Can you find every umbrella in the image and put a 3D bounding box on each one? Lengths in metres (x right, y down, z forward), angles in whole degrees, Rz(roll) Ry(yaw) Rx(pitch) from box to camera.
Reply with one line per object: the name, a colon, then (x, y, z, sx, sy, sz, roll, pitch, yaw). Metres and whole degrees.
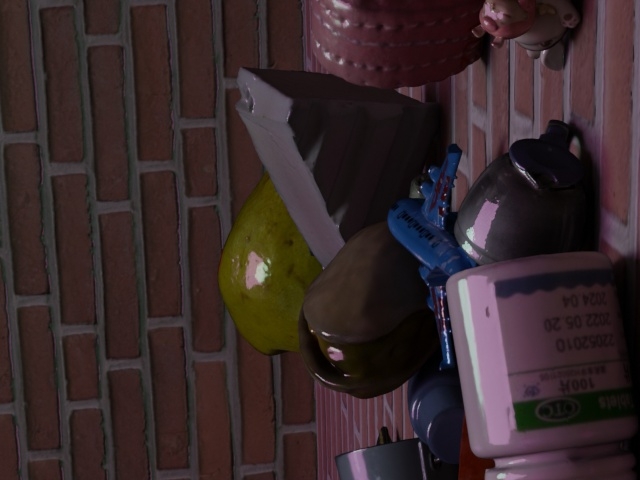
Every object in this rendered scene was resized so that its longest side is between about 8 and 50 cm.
umbrella: (0.133, -0.025, 2.032, 0.067, 0.062, 0.143, 42, 144, 35)

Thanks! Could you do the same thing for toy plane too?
toy plane: (0.137, 0.003, 1.754, 0.271, 0.105, 0.254, -106, 15, -69)

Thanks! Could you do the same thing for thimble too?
thimble: (0.082, -0.256, 1.733, 0.163, 0.189, 0.125, -105, 14, -47)

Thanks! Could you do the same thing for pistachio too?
pistachio: (0.067, 0.070, 1.913, 0.288, 0.197, 0.166, -44, -44, -58)

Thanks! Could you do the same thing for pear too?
pear: (0.000, 0.000, 2.357, 0.287, 0.287, 0.375, -167, 93, -84)

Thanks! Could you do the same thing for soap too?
soap: (-0.014, -0.069, 2.042, 0.159, 0.258, 0.302, 36, 117, 43)

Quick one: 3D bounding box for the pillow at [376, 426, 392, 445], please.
pillow: (0.110, 0.429, 2.482, 0.208, 0.052, 0.212, -100, 9, -71)

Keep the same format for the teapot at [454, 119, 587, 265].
teapot: (0.192, -0.037, 1.369, 0.111, 0.149, 0.108, 39, 128, 28)

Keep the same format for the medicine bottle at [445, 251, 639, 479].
medicine bottle: (0.182, 0.133, 1.250, 0.139, 0.139, 0.237, 118, 143, -79)

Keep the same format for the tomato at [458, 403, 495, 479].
tomato: (0.182, 0.234, 1.401, 0.237, 0.095, 0.237, -2, -90, -76)

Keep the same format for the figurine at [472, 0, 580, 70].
figurine: (0.170, -0.204, 1.366, 0.081, 0.098, 0.146, -118, 24, -45)

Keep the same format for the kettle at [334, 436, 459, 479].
kettle: (0.132, 0.365, 1.955, 0.210, 0.160, 0.243, -28, 69, 52)

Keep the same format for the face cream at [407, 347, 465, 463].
face cream: (0.143, 0.185, 1.920, 0.385, 0.086, 0.135, -102, 21, -82)
